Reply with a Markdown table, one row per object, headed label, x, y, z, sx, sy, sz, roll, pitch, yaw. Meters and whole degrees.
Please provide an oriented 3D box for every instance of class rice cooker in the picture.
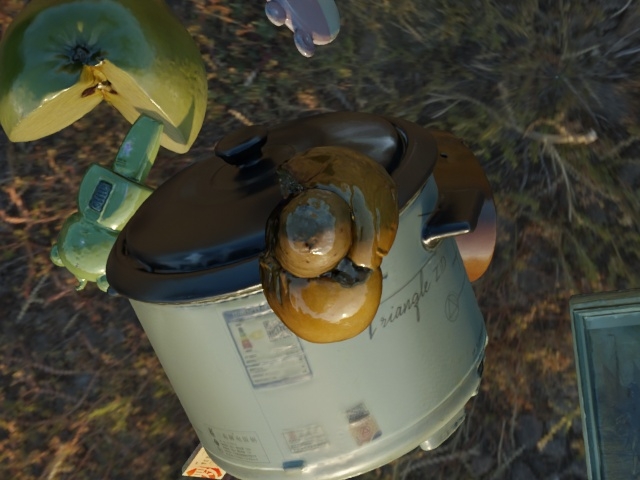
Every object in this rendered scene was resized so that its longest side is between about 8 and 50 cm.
| label | x | y | z | sx | sy | sz | roll | pitch | yaw |
| --- | --- | --- | --- | --- | --- | --- | --- | --- | --- |
| rice cooker | -0.014 | 0.026 | 0.802 | 0.280 | 0.241 | 0.227 | -10 | 116 | 26 |

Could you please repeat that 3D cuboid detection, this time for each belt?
| label | x | y | z | sx | sy | sz | roll | pitch | yaw |
| --- | --- | --- | --- | --- | --- | --- | --- | --- | --- |
| belt | 0.125 | -0.041 | 1.426 | 0.105 | 0.261 | 0.184 | -3 | 110 | -21 |

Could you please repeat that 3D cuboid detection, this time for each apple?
| label | x | y | z | sx | sy | sz | roll | pitch | yaw |
| --- | --- | --- | --- | --- | --- | --- | --- | --- | --- |
| apple | -0.307 | -0.250 | 1.617 | 0.295 | 0.258 | 0.234 | 0 | 78 | -1 |

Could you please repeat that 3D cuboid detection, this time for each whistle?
| label | x | y | z | sx | sy | sz | roll | pitch | yaw |
| --- | --- | --- | --- | --- | --- | --- | --- | --- | --- |
| whistle | -0.248 | -0.044 | 1.378 | 0.105 | 0.085 | 0.228 | 25 | 91 | 20 |

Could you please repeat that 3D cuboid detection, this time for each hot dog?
| label | x | y | z | sx | sy | sz | roll | pitch | yaw |
| --- | --- | --- | --- | --- | --- | --- | --- | --- | --- |
| hot dog | 0.000 | 0.002 | 0.515 | 0.060 | 0.140 | 0.090 | 9 | 101 | -13 |

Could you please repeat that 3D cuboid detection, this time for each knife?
| label | x | y | z | sx | sy | sz | roll | pitch | yaw |
| --- | --- | --- | --- | --- | --- | --- | --- | --- | --- |
| knife | -0.119 | -0.356 | 1.212 | 0.038 | 0.132 | 0.399 | -30 | 111 | 32 |

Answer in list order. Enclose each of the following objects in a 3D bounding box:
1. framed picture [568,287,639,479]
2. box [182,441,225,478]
| label | x | y | z | sx | sy | sz | roll | pitch | yaw |
| --- | --- | --- | --- | --- | --- | --- | --- | --- | --- |
| framed picture | 0.299 | 0.133 | 0.857 | 0.274 | 0.017 | 0.217 | -14 | 79 | 51 |
| box | -0.148 | 0.299 | 1.567 | 0.058 | 0.015 | 0.093 | 9 | 142 | -22 |
